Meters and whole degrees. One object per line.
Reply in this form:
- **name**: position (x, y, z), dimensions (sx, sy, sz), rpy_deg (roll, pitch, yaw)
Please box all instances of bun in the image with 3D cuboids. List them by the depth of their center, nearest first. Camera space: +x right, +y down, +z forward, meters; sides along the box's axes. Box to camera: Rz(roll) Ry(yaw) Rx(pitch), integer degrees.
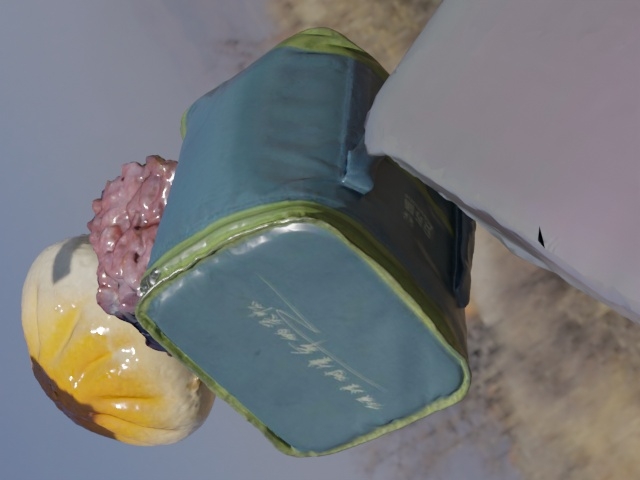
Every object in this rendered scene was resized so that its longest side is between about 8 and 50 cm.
- **bun**: position (-0.267, 0.143, 1.717), dimensions (0.299, 0.165, 0.299), rpy_deg (38, 156, 21)

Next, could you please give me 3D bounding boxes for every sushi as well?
- **sushi**: position (-0.104, 0.022, 1.419), dimensions (0.270, 0.237, 0.170), rpy_deg (37, -128, -58)

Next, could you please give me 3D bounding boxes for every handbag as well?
- **handbag**: position (0.000, 0.000, 1.109), dimensions (0.263, 0.222, 0.241), rpy_deg (46, -150, -33)

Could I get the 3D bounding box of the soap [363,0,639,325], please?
- **soap**: position (0.176, -0.094, 0.417), dimensions (0.107, 0.296, 0.285), rpy_deg (34, -177, -32)
